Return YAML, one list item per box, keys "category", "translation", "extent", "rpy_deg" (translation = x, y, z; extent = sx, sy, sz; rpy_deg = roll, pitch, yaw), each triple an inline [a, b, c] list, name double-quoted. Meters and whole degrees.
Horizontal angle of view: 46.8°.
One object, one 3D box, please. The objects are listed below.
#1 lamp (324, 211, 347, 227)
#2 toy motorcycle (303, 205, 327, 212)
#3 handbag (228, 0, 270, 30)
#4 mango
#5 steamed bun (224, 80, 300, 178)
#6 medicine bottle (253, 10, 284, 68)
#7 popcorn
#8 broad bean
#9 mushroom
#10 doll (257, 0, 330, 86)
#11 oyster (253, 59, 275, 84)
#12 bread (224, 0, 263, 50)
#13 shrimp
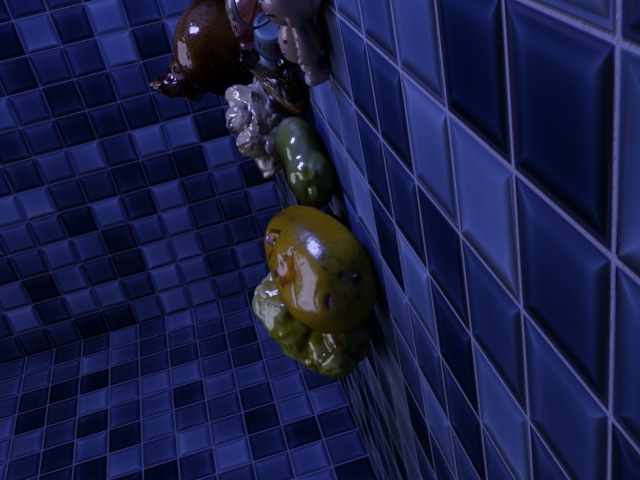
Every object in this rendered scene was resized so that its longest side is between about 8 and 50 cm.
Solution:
- category: "lamp"
  translation: [0.009, 0.010, 1.880]
  extent: [0.157, 0.135, 0.156]
  rpy_deg: [114, 138, -76]
- category: "toy motorcycle"
  translation: [0.000, 0.000, 2.152]
  extent: [0.152, 0.073, 0.225]
  rpy_deg: [8, 105, 55]
- category: "handbag"
  translation: [-0.123, -0.520, 1.415]
  extent: [0.256, 0.079, 0.219]
  rpy_deg: [-49, -46, -58]
- category: "mango"
  translation: [-0.011, 0.058, 1.715]
  extent: [0.365, 0.182, 0.253]
  rpy_deg: [50, 134, 43]
- category: "steamed bun"
  translation: [-0.129, -0.320, 2.082]
  extent: [0.292, 0.137, 0.295]
  rpy_deg: [29, -138, -46]
- category: "medicine bottle"
  translation: [-0.127, -0.517, 1.926]
  extent: [0.216, 0.090, 0.090]
  rpy_deg: [114, 139, -82]
- category: "popcorn"
  translation: [-0.025, 0.214, 1.934]
  extent: [0.292, 0.334, 0.293]
  rpy_deg: [-49, -17, -54]
- category: "broad bean"
  translation: [-0.038, -0.194, 1.866]
  extent: [0.291, 0.119, 0.238]
  rpy_deg: [-112, -1, -63]
- category: "mushroom"
  translation: [-0.340, -0.613, 2.415]
  extent: [0.356, 0.331, 0.334]
  rpy_deg: [11, 90, 62]
- category: "doll"
  translation: [-0.045, -0.419, 1.388]
  extent: [0.278, 0.119, 0.154]
  rpy_deg: [64, -173, -59]
- category: "oyster"
  translation: [-0.150, -0.405, 2.296]
  extent: [0.204, 0.111, 0.396]
  rpy_deg: [-94, -4, -75]
- category: "bread"
  translation: [-0.210, -0.670, 2.141]
  extent: [0.244, 0.123, 0.190]
  rpy_deg: [-115, 12, -53]
- category: "shrimp"
  translation: [-0.122, -0.425, 1.874]
  extent: [0.222, 0.054, 0.290]
  rpy_deg: [42, 172, 4]
